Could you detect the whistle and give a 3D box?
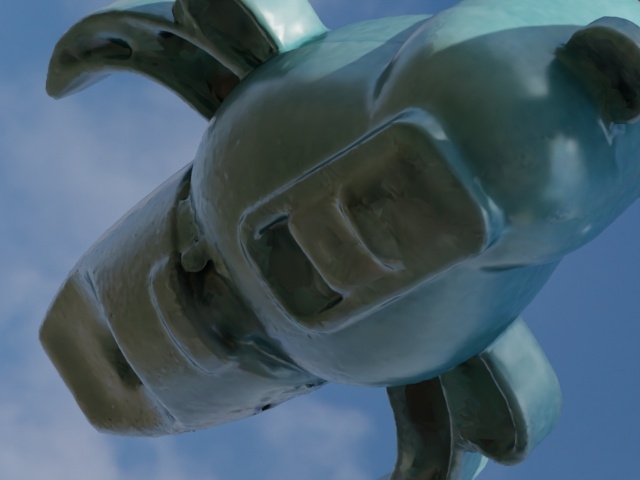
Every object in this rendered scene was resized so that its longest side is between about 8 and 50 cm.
[{"bbox_3d":[0.000,0.000,0.564,0.274,0.093,0.186,-29,-84,49],"label":"whistle"}]
